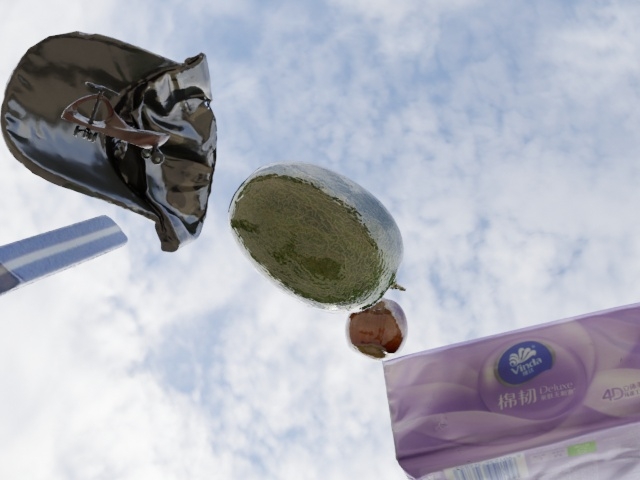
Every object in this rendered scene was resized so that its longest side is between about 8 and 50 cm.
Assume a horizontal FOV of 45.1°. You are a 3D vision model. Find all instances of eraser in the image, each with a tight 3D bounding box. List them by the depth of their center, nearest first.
[{"bbox_3d":[-0.249,0.019,0.670,0.082,0.225,0.036,-23,-85,13],"label":"eraser"}]

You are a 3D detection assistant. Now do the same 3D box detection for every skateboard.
[{"bbox_3d":[-0.285,-0.167,1.090,0.067,0.151,0.080,28,-81,58],"label":"skateboard"}]

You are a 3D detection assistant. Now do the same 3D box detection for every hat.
[{"bbox_3d":[-0.358,-0.179,1.371,0.382,0.257,0.366,14,-106,-14],"label":"hat"}]

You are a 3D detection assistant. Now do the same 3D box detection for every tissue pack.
[{"bbox_3d":[0.267,0.213,0.917,0.338,0.242,0.160,-15,-131,9],"label":"tissue pack"}]

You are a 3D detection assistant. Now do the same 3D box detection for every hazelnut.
[{"bbox_3d":[0.071,0.112,0.971,0.086,0.086,0.086,2,-86,27],"label":"hazelnut"}]

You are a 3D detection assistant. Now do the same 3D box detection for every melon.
[{"bbox_3d":[0.000,0.000,0.655,0.167,0.114,0.114,32,-73,5],"label":"melon"}]
